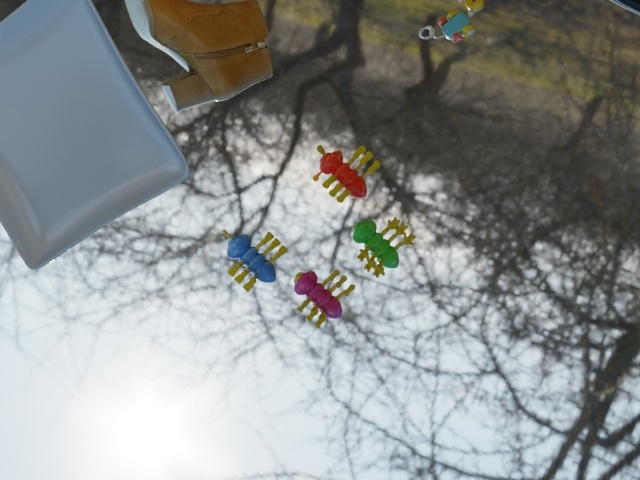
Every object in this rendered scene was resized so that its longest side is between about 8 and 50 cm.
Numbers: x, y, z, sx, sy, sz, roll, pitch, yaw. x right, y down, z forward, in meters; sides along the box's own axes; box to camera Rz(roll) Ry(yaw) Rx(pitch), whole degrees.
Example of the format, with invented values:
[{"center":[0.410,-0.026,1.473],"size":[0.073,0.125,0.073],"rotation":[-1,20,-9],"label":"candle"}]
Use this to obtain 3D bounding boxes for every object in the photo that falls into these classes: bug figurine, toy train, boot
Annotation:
[{"center":[0.000,0.000,1.500],"size":[0.216,0.279,0.072],"rotation":[48,169,-1],"label":"bug figurine"},{"center":[0.256,-0.448,1.937],"size":[0.125,0.166,0.046],"rotation":[12,166,26],"label":"toy train"},{"center":[-0.206,-0.384,1.735],"size":[0.211,0.295,0.104],"rotation":[-29,-154,-20],"label":"boot"}]

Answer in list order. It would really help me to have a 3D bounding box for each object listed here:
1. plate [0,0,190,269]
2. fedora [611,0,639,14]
[{"center":[-0.322,-0.141,1.236],"size":[0.278,0.277,0.045],"rotation":[59,-155,-4],"label":"plate"},{"center":[0.489,-0.397,1.404],"size":[0.275,0.124,0.243],"rotation":[19,-178,-37],"label":"fedora"}]
